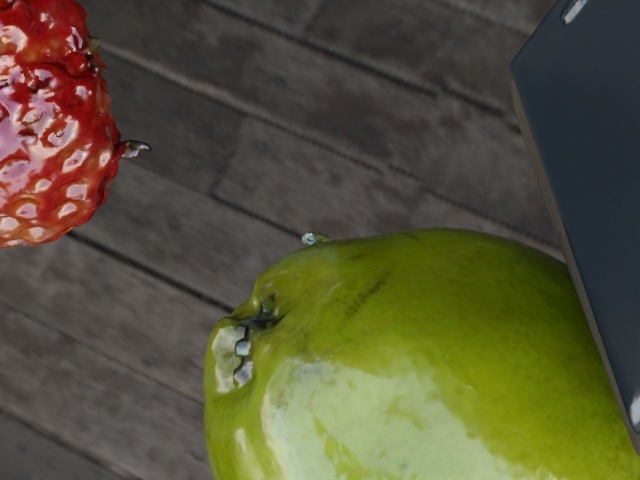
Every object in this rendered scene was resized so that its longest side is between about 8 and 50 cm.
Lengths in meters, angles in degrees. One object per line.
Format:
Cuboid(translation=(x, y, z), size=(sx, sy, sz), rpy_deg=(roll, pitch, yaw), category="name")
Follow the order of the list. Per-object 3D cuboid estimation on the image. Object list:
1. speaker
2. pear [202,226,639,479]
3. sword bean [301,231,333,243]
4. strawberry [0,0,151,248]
Cuboid(translation=(0.206, -0.023, 0.779), size=(0.153, 0.192, 0.231), rpy_deg=(-53, 35, 38), category="speaker")
Cuboid(translation=(0.067, 0.109, 0.853), size=(0.269, 0.212, 0.212), rpy_deg=(37, 82, -18), category="pear")
Cuboid(translation=(0.000, 0.000, 1.344), size=(0.012, 0.083, 0.012), rpy_deg=(-1, 86, 12), category="sword bean")
Cuboid(translation=(-0.084, -0.028, 0.410), size=(0.083, 0.073, 0.073), rpy_deg=(-25, 63, -27), category="strawberry")
